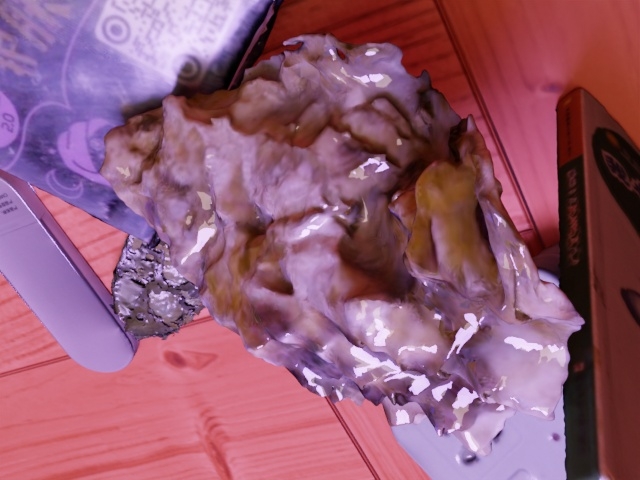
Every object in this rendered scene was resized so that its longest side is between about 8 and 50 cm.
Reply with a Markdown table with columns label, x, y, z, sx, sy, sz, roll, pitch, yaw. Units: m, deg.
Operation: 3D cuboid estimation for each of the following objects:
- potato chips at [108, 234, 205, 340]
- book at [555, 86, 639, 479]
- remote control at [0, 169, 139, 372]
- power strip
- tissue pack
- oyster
| label | x | y | z | sx | sy | sz | roll | pitch | yaw |
| --- | --- | --- | --- | --- | --- | --- | --- | --- | --- |
| potato chips | -0.087 | 0.040 | 0.872 | 0.220 | 0.029 | 0.202 | -8 | 123 | 15 |
| book | 0.231 | 0.086 | 0.616 | 0.043 | 0.371 | 0.260 | -30 | 115 | 30 |
| remote control | -0.252 | 0.030 | 0.901 | 0.077 | 0.022 | 0.245 | -19 | 119 | 22 |
| power strip | 0.224 | 0.158 | 0.809 | 0.261 | 0.141 | 0.229 | 45 | 127 | 15 |
| tissue pack | -0.220 | -0.181 | 0.682 | 0.361 | 0.122 | 0.259 | 28 | 125 | -6 |
| oyster | -0.001 | 0.001 | 0.568 | 0.351 | 0.115 | 0.238 | 30 | 133 | 32 |
